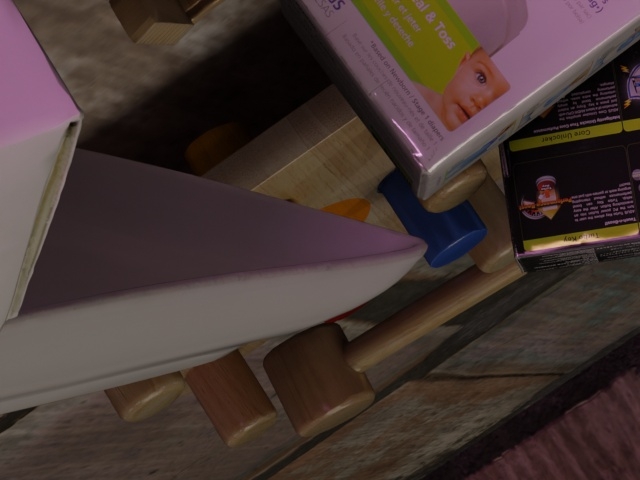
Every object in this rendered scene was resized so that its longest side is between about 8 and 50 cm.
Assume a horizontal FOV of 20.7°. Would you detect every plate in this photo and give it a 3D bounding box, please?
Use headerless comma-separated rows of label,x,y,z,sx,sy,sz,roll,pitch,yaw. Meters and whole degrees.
plate,-0.153,0.005,0.557,0.277,0.278,0.045,-11,111,-52

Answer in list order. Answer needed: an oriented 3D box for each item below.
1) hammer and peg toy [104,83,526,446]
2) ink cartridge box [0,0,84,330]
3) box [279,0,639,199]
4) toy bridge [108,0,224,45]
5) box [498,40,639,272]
hammer and peg toy,0.000,0.000,1.000,0.266,0.127,0.361,-35,164,6
ink cartridge box,-0.168,-0.059,0.355,0.154,0.212,0.093,-21,159,-31
box,0.093,-0.125,0.765,0.203,0.114,0.103,-36,175,-1
toy bridge,-0.010,-0.144,0.729,0.188,0.026,0.063,-40,163,29
box,0.176,-0.089,0.845,0.190,0.184,0.045,-10,168,11
